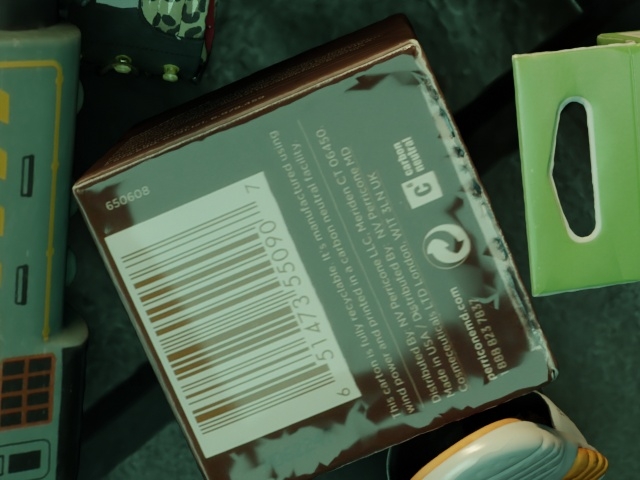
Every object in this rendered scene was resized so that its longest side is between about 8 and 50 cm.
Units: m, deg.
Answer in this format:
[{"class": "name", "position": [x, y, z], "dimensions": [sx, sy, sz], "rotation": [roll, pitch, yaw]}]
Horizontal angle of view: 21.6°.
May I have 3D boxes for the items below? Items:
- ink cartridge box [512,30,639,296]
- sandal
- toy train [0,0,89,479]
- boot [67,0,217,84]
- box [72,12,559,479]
[{"class": "ink cartridge box", "position": [0.183, -0.042, 0.760], "dimensions": [0.209, 0.062, 0.109], "rotation": [-7, 100, -9]}, {"class": "sandal", "position": [0.079, 0.102, 0.834], "dimensions": [0.102, 0.265, 0.076], "rotation": [-33, 71, 2]}, {"class": "toy train", "position": [-0.201, -0.007, 0.780], "dimensions": [0.190, 0.142, 0.333], "rotation": [-6, 111, -32]}, {"class": "boot", "position": [-0.151, -0.090, 0.868], "dimensions": [0.179, 0.085, 0.236], "rotation": [12, 100, -2]}, {"class": "box", "position": [0.000, 0.000, 0.822], "dimensions": [0.167, 0.203, 0.168], "rotation": [-23, 100, 6]}]
